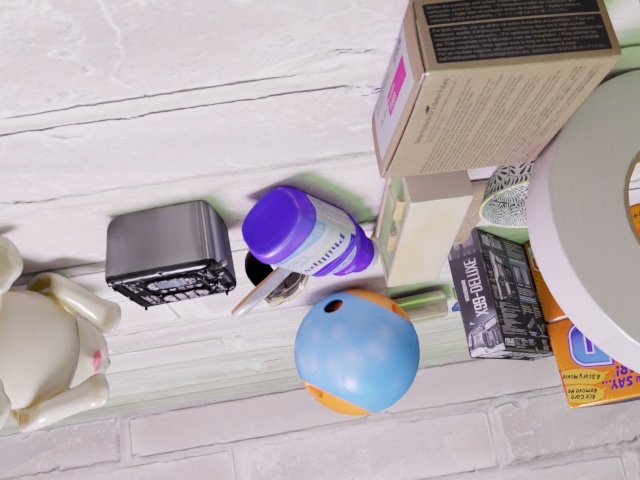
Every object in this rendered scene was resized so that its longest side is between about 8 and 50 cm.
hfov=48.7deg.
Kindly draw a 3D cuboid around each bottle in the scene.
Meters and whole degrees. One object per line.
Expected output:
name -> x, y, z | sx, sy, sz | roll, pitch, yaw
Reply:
bottle -> 0.000, 0.000, 1.109 | 0.118, 0.092, 0.283 | -44, 150, 15

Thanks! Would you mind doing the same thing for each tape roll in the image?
tape roll -> 0.439, -0.022, 0.827 | 0.392, 0.391, 0.072 | -6, 161, -11

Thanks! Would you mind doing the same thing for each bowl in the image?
bowl -> 0.314, -0.087, 1.040 | 0.170, 0.080, 0.170 | -4, 159, -1

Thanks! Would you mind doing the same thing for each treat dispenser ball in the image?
treat dispenser ball -> 0.084, 0.255, 1.624 | 0.288, 0.288, 0.288 | -9, 162, -3

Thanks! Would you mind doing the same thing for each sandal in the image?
sandal -> -0.088, 0.038, 1.162 | 0.102, 0.076, 0.265 | -41, -178, 27

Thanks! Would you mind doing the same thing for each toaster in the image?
toaster -> -0.216, 0.026, 1.069 | 0.186, 0.110, 0.168 | -11, 162, 4

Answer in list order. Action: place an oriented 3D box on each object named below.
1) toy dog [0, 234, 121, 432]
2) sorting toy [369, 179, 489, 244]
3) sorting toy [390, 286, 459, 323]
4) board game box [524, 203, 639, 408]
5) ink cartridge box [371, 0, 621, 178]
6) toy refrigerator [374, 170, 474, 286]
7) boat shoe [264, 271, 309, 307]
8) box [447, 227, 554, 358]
toy dog -> -0.520, 0.198, 1.167 | 0.396, 0.284, 0.408 | -13, 163, 11
sorting toy -> 0.188, -0.042, 1.202 | 0.193, 0.038, 0.208 | -7, 157, -9
sorting toy -> 0.238, 0.171, 1.847 | 0.348, 0.047, 0.196 | -13, 157, 7
board game box -> 0.707, 0.139, 1.496 | 0.356, 0.356, 0.357 | -23, 157, 33
ink cartridge box -> 0.169, -0.158, 0.753 | 0.193, 0.088, 0.234 | -6, 162, -8
toy refrigerator -> 0.138, -0.034, 1.030 | 0.094, 0.102, 0.269 | -8, 154, -6
boat shoe -> -0.077, 0.093, 1.431 | 0.049, 0.056, 0.152 | 34, 139, -17
box -> 0.381, 0.119, 1.448 | 0.077, 0.242, 0.307 | -23, 158, 34
